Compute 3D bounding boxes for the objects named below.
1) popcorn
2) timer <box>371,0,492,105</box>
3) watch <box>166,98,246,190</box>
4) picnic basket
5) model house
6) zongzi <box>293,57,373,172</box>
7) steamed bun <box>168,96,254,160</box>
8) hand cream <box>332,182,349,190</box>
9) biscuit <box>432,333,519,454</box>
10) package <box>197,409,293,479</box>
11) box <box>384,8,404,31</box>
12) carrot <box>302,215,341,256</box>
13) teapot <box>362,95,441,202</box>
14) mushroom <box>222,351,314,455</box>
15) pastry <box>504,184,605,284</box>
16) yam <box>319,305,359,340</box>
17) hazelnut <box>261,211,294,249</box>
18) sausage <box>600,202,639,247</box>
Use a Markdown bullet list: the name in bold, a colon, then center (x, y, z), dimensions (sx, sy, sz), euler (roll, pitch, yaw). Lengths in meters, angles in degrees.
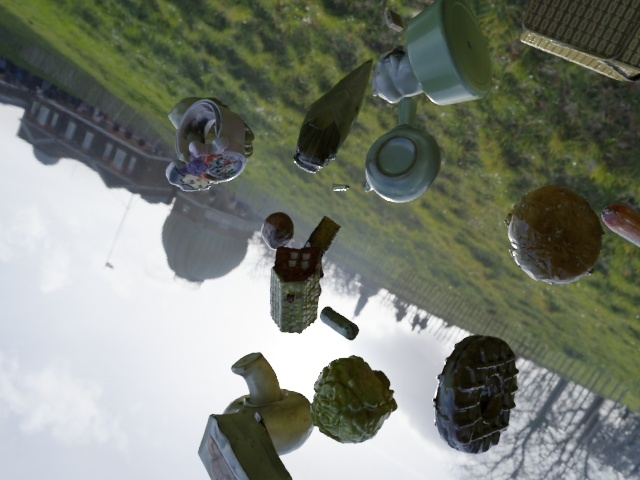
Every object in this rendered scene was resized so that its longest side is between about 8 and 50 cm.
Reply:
- **popcorn**: center (0.085, 0.452, 1.504), dimensions (0.259, 0.212, 0.259), euler (41, -153, -26)
- **timer**: center (0.283, -0.499, 1.529), dimensions (0.315, 0.291, 0.291), euler (-13, 163, 38)
- **watch**: center (-0.354, -0.290, 1.591), dimensions (0.196, 0.244, 0.231), euler (15, -132, -54)
- **picnic basket**: center (0.648, -0.527, 1.227), dimensions (0.313, 0.228, 0.175), euler (28, -164, 12)
- **model house**: center (-0.080, 0.156, 1.642), dimensions (0.160, 0.196, 0.254), euler (6, -153, 4)
- **zongzi**: center (0.046, -0.391, 1.680), dimensions (0.154, 0.317, 0.289), euler (26, -127, -12)
- **steamed bun**: center (-0.355, -0.368, 1.870), dimensions (0.275, 0.206, 0.320), euler (57, -174, 30)
- **hand cream**: center (0.094, -0.250, 2.494), dimensions (0.022, 0.035, 0.102), euler (11, 177, -44)
- **biscuit**: center (0.423, 0.410, 1.437), dimensions (0.332, 0.332, 0.103), euler (16, 173, -41)
- **package**: center (-0.182, 0.623, 1.439), dimensions (0.165, 0.221, 0.311), euler (-7, -141, -37)
- **box**: center (0.253, -0.754, 1.836), dimensions (0.024, 0.053, 0.083), euler (-18, 173, 33)
- **carrot**: center (0.000, 0.000, 1.818), dimensions (0.082, 0.173, 0.082), euler (30, 174, 4)
- **teapot**: center (0.245, -0.251, 1.460), dimensions (0.220, 0.318, 0.149), euler (22, 174, 31)
- **mushroom**: center (-0.192, 0.581, 1.765), dimensions (0.356, 0.315, 0.315), euler (44, 179, -37)
- **pastry**: center (0.727, -0.015, 1.696), dimensions (0.316, 0.284, 0.184), euler (62, 176, -2)
- **yam**: center (0.090, 0.398, 2.568), dimensions (0.093, 0.093, 0.259), euler (18, -176, -34)
- **hazelnut**: center (-0.177, -0.039, 2.195), dimensions (0.143, 0.154, 0.143), euler (11, -142, -9)
- **sausage**: center (0.791, -0.037, 1.364), dimensions (0.234, 0.071, 0.071), euler (22, -168, -27)
